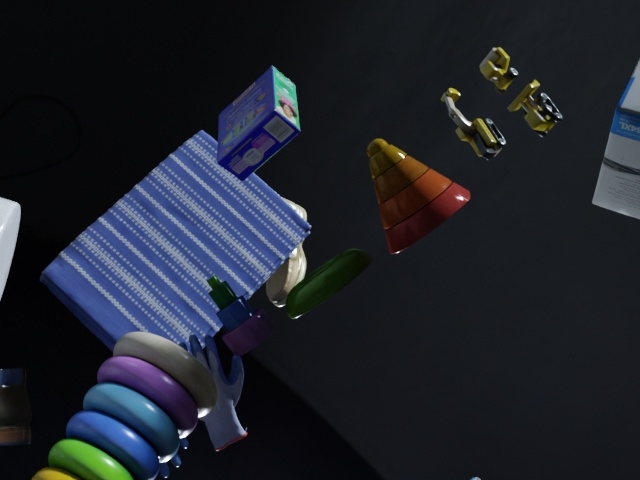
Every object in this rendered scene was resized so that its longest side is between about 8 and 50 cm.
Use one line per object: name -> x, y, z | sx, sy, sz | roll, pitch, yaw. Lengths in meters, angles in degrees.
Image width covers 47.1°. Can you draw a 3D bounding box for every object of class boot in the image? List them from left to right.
boot -> -0.499, 0.220, 0.977 | 0.219, 0.106, 0.082 | 8, 164, -31
boot -> -0.123, -0.011, 1.505 | 0.095, 0.262, 0.203 | -25, 134, 34

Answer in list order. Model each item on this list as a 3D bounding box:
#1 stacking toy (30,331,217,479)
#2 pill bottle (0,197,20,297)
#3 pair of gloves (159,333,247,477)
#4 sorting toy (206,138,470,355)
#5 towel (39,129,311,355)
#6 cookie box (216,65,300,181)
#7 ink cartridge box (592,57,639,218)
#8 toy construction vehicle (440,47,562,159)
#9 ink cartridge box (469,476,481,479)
stacking toy -> -0.252, 0.263, 0.797 | 0.330, 0.141, 0.141 | -57, 168, -35
pill bottle -> -0.449, -0.010, 0.628 | 0.188, 0.334, 0.188 | -164, -90, -74
pair of gloves -> -0.186, 0.216, 0.960 | 0.198, 0.159, 0.023 | -22, -175, -5
sorting toy -> 0.000, 0.000, 0.907 | 0.365, 0.126, 0.127 | -34, -176, 17
towel -> -0.204, 0.020, 1.077 | 0.336, 0.243, 0.040 | -47, 175, -22
cookie box -> -0.069, -0.131, 0.810 | 0.092, 0.107, 0.040 | -38, 123, 23
ink cartridge box -> 0.491, -0.157, 1.117 | 0.148, 0.086, 0.203 | -55, 154, -31
toy construction vehicle -> 0.159, -0.121, 0.671 | 0.035, 0.098, 0.086 | -8, 152, -39
ink cartridge box -> 0.196, 0.468, 0.938 | 0.171, 0.168, 0.233 | -6, 115, -52
